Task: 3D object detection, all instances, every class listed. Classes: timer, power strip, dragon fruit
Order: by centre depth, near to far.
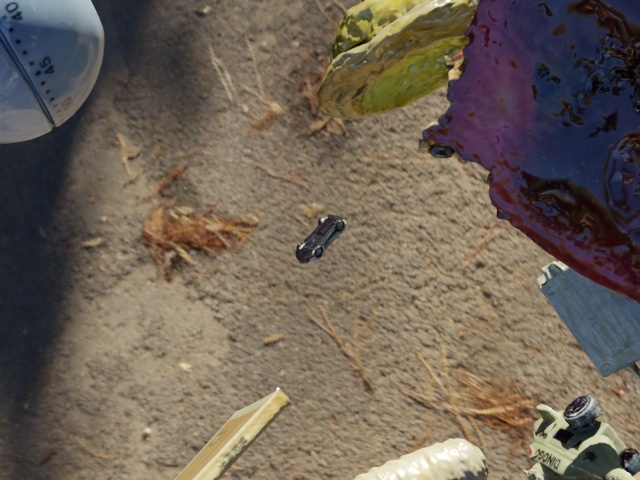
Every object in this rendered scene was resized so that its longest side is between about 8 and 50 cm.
[{"bbox_3d":[0.166,-0.092,0.547,0.212,0.134,0.261,-1,103,32],"label":"dragon fruit"},{"bbox_3d":[-0.283,-0.134,0.654,0.256,0.175,0.175,-16,62,4],"label":"timer"},{"bbox_3d":[0.274,0.081,0.850,0.075,0.042,0.175,-34,94,11],"label":"power strip"}]

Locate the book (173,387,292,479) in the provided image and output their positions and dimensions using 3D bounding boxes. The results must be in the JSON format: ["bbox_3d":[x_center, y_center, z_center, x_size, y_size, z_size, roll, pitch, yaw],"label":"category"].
[{"bbox_3d":[-0.119,0.196,0.596,0.018,0.170,0.242,45,70,1],"label":"book"}]

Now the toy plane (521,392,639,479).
[{"bbox_3d":[0.266,0.220,0.878,0.108,0.286,0.092,-41,99,-9],"label":"toy plane"}]

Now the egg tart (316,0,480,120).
[{"bbox_3d":[0.113,-0.225,1.010,0.279,0.279,0.095,-27,84,17],"label":"egg tart"}]

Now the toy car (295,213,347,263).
[{"bbox_3d":[0.000,0.000,1.310,0.041,0.025,0.093,18,61,47],"label":"toy car"}]

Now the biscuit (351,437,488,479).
[{"bbox_3d":[0.040,0.222,0.761,0.219,0.061,0.055,-18,85,-21],"label":"biscuit"}]
